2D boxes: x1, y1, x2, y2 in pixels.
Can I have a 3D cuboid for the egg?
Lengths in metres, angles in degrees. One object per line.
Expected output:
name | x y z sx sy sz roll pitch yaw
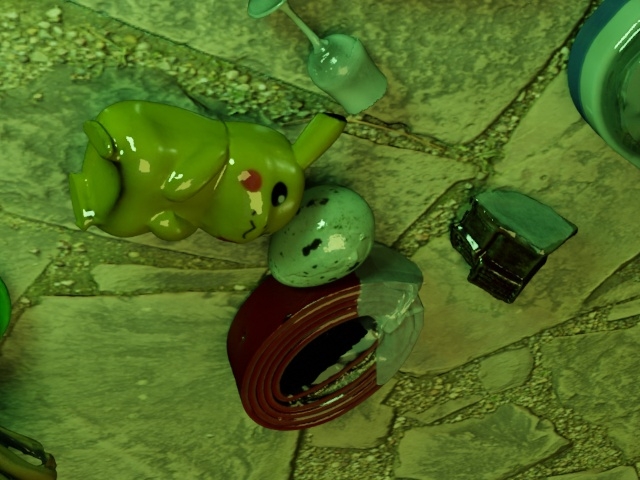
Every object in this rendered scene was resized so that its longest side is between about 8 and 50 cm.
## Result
egg | 0.000 0.000 1.443 0.131 0.131 0.164 33 105 -35

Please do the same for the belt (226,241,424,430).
belt | 0.009 0.135 1.557 0.324 0.115 0.227 -42 128 12

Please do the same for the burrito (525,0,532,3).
burrito | 0.110 -0.355 1.263 0.392 0.076 0.117 2 117 -23

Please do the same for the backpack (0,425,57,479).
backpack | -0.554 0.320 1.402 0.378 0.201 0.353 35 137 -23

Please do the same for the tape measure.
tape measure | 0.478 -0.232 1.442 0.262 0.138 0.259 28 111 -33

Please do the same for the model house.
model house | 0.270 0.012 1.583 0.165 0.106 0.152 33 128 3

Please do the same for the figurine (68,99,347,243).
figurine | -0.145 -0.076 1.320 0.327 0.169 0.218 10 136 -23

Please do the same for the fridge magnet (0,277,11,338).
fridge magnet | -0.504 0.091 1.359 0.208 0.088 0.208 -7 129 -8

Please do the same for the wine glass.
wine glass | 0.001 -0.240 1.303 0.079 0.079 0.195 -39 127 11
